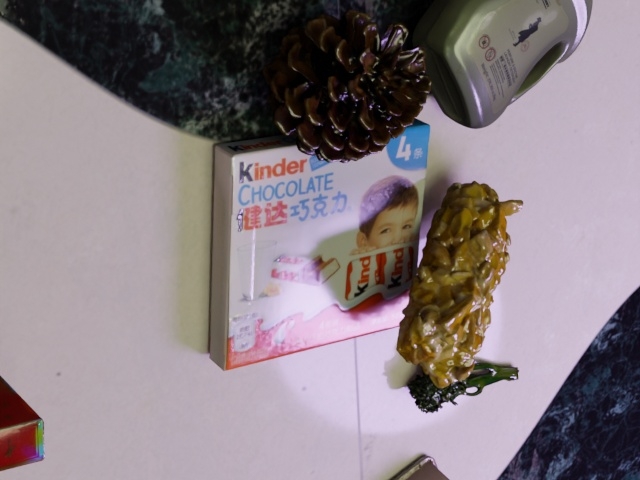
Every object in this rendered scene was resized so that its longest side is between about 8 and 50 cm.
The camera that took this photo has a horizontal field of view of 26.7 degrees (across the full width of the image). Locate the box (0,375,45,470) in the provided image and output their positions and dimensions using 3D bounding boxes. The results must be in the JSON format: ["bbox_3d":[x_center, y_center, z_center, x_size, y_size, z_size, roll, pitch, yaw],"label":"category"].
[{"bbox_3d":[-0.351,0.169,1.298,0.112,0.175,0.048,-11,115,-31],"label":"box"}]

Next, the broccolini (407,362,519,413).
[{"bbox_3d":[0.206,0.183,1.783,0.201,0.058,0.074,0,117,-35],"label":"broccolini"}]

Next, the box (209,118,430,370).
[{"bbox_3d":[0.000,0.000,1.559,0.273,0.048,0.264,-12,117,-31],"label":"box"}]

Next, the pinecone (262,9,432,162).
[{"bbox_3d":[0.040,-0.167,1.418,0.163,0.165,0.162,9,76,-39],"label":"pinecone"}]

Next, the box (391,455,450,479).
[{"bbox_3d":[0.145,0.364,1.818,0.089,0.062,0.122,-34,127,-19],"label":"box"}]

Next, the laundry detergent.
[{"bbox_3d":[0.234,-0.258,1.583,0.253,0.091,0.181,-41,129,-15],"label":"laundry detergent"}]

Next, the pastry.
[{"bbox_3d":[0.166,0.046,1.615,0.154,0.102,0.250,76,31,-53],"label":"pastry"}]
